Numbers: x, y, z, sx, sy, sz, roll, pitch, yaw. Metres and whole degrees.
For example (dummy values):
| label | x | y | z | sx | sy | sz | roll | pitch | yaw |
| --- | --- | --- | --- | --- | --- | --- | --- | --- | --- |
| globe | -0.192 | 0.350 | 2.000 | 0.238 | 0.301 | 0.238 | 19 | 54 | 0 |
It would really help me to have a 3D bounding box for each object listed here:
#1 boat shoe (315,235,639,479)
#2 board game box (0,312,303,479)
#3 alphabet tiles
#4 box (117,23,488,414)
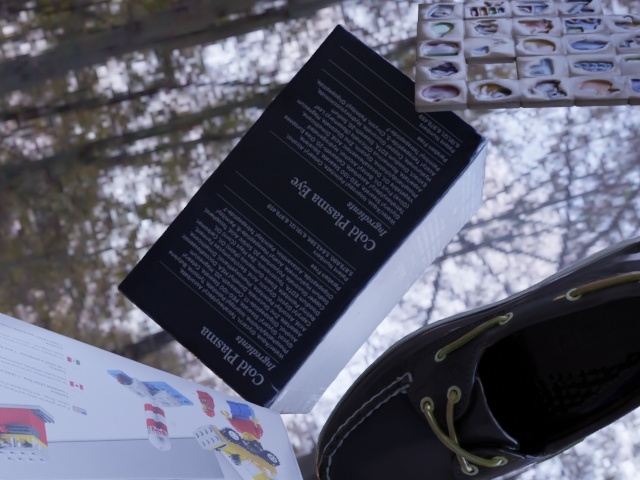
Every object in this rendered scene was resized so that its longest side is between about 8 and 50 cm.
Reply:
| label | x | y | z | sx | sy | sz | roll | pitch | yaw |
| --- | --- | --- | --- | --- | --- | --- | --- | --- | --- |
| boat shoe | 0.087 | 0.071 | 0.606 | 0.081 | 0.227 | 0.069 | 56 | 16 | -4 |
| board game box | -0.132 | 0.099 | 0.493 | 0.053 | 0.305 | 0.193 | -56 | -152 | 20 |
| alphabet tiles | 0.195 | -0.154 | 1.005 | 0.198 | 0.237 | 0.009 | -82 | 169 | -57 |
| box | 0.000 | 0.000 | 1.245 | 0.179 | 0.312 | 0.343 | 39 | -3 | 10 |
